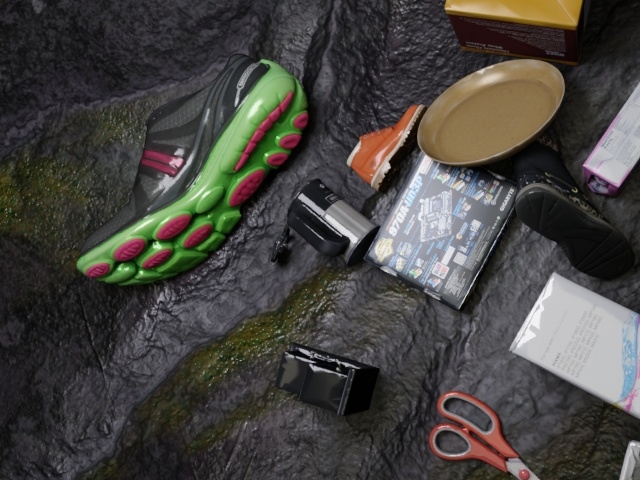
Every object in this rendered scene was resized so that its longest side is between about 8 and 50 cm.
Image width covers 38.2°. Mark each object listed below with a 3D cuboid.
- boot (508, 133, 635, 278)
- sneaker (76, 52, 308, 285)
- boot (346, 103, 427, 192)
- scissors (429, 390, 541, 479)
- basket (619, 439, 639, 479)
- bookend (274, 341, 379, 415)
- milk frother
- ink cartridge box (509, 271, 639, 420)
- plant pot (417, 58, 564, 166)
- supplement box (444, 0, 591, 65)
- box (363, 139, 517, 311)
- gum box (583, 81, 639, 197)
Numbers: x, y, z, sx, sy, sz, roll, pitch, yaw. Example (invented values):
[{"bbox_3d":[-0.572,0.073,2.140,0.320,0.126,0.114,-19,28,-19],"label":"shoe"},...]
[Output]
[{"bbox_3d":[0.370,-0.060,1.383,0.085,0.236,0.179,-41,31,30],"label":"boot"},{"bbox_3d":[-0.226,-0.113,1.558,0.483,0.185,0.202,-45,55,4],"label":"sneaker"},{"bbox_3d":[0.108,-0.166,1.504,0.084,0.059,0.158,37,96,22],"label":"boot"},{"bbox_3d":[0.300,0.335,1.401,0.297,0.021,0.109,27,92,19],"label":"scissors"},{"bbox_3d":[0.504,0.352,1.295,0.167,0.103,0.113,13,87,17],"label":"basket"},{"bbox_3d":[-0.006,0.212,1.438,0.157,0.156,0.072,14,88,19],"label":"bookend"},{"bbox_3d":[0.000,0.000,1.504,0.134,0.129,0.143,39,138,18],"label":"milk frother"},{"bbox_3d":[0.434,0.173,1.274,0.306,0.226,0.131,29,92,17],"label":"ink cartridge box"},{"bbox_3d":[0.262,-0.190,1.411,0.236,0.032,0.236,-23,37,18],"label":"plant pot"},{"bbox_3d":[0.306,-0.365,1.395,0.191,0.194,0.129,12,87,18],"label":"supplement box"},{"bbox_3d":[0.196,-0.023,1.461,0.175,0.051,0.220,28,92,18],"label":"box"},{"bbox_3d":[0.463,-0.154,1.368,0.062,0.107,0.188,35,94,18],"label":"gum box"}]
